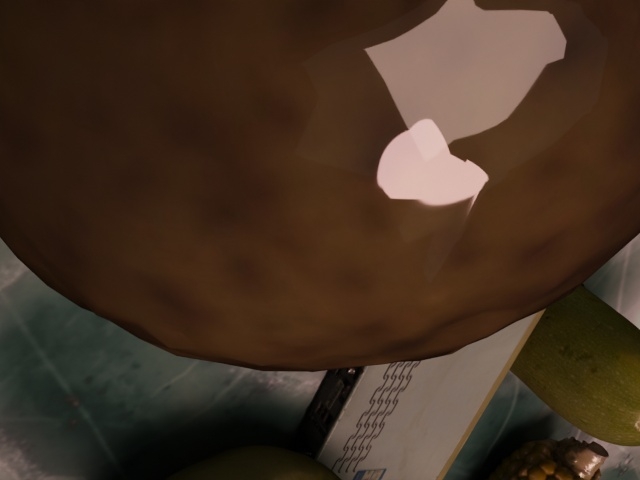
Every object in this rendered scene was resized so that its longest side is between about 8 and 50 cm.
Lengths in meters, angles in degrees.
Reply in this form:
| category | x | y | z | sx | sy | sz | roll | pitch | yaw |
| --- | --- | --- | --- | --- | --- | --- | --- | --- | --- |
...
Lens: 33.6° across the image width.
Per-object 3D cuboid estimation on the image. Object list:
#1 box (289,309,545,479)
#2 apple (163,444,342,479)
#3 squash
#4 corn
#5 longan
| category | x | y | z | sx | sy | sz | roll | pitch | yaw |
| --- | --- | --- | --- | --- | --- | --- | --- | --- | --- |
| box | 0.092 | 0.119 | 0.980 | 0.210 | 0.045 | 0.270 | 5 | 121 | -36 |
| apple | -0.059 | 0.318 | 0.885 | 0.279 | 0.279 | 0.279 | -18 | 132 | -21 |
| squash | 0.272 | 0.125 | 1.013 | 0.123 | 0.186 | 0.123 | -17 | 125 | -26 |
| corn | 0.191 | 0.349 | 1.172 | 0.130 | 0.130 | 0.347 | 23 | 111 | -43 |
| longan | -0.002 | -0.125 | 0.497 | 0.391 | 0.391 | 0.391 | -18 | 132 | -21 |
